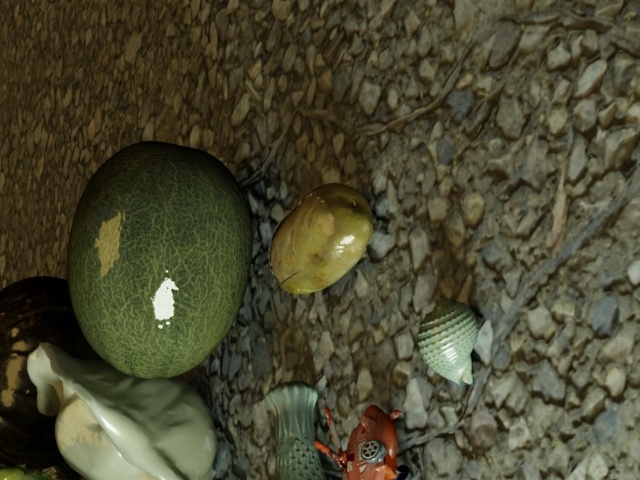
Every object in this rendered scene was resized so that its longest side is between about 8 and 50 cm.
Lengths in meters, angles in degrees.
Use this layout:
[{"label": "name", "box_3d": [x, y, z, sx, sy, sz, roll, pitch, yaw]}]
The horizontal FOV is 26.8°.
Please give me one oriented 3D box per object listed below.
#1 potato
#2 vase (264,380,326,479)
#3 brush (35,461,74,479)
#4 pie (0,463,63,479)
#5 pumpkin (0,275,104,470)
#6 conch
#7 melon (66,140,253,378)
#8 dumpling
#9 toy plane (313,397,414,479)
[{"label": "potato", "box_3d": [0.000, 0.000, 1.526, 0.170, 0.080, 0.107, -49, 52, 49]}, {"label": "vase", "box_3d": [-0.027, 0.236, 1.535, 0.081, 0.081, 0.148, -45, 43, 48]}, {"label": "brush", "box_3d": [-0.450, 0.350, 2.264, 0.065, 0.070, 0.327, -38, 49, 28]}, {"label": "pie", "box_3d": [-0.368, 0.489, 1.623, 0.395, 0.418, 0.180, -62, -1, -13]}, {"label": "pumpkin", "box_3d": [-0.454, 0.208, 2.145, 0.320, 0.192, 0.320, -23, 61, 48]}, {"label": "conch", "box_3d": [0.122, 0.099, 1.324, 0.076, 0.057, 0.085, 171, 105, -72]}, {"label": "melon", "box_3d": [-0.207, 0.026, 1.721, 0.237, 0.238, 0.301, 21, 104, 60]}, {"label": "dumpling", "box_3d": [-0.253, 0.228, 1.753, 0.318, 0.242, 0.187, 26, 65, 39]}, {"label": "toy plane", "box_3d": [0.042, 0.247, 1.363, 0.077, 0.126, 0.194, -22, 22, 26]}]
